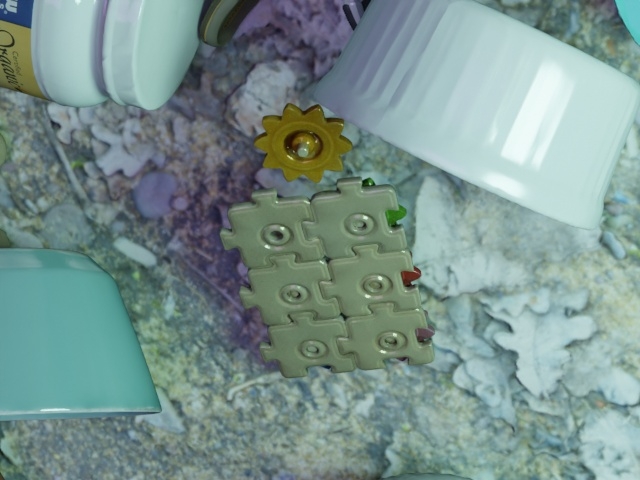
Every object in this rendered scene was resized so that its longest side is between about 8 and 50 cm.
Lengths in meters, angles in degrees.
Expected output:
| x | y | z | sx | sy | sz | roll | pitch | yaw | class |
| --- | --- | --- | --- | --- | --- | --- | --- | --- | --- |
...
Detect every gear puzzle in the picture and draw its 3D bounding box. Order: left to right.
| x | y | z | sx | sy | sz | roll | pitch | yaw | class |
| --- | --- | --- | --- | --- | --- | --- | --- | --- | --- |
| 0.000 | 0.000 | 1.483 | 0.175 | 0.044 | 0.339 | -7 | 132 | 10 | gear puzzle |

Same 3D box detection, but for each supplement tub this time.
| x | y | z | sx | sy | sz | roll | pitch | yaw | class |
| --- | --- | --- | --- | --- | --- | --- | --- | --- | --- |
| -0.279 | -0.256 | 1.484 | 0.316 | 0.228 | 0.228 | 17 | 106 | 12 | supplement tub |

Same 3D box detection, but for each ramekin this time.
| x | y | z | sx | sy | sz | roll | pitch | yaw | class |
| --- | --- | --- | --- | --- | --- | --- | --- | --- | --- |
| 0.145 | -0.128 | 1.378 | 0.277 | 0.277 | 0.135 | 27 | 99 | 8 | ramekin |

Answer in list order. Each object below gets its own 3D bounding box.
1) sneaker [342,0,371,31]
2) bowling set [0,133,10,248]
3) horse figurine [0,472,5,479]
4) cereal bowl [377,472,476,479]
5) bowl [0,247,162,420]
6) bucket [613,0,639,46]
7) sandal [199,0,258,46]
| x | y | z | sx | sy | sz | roll | pitch | yaw | class |
| --- | --- | --- | --- | --- | --- | --- | --- | --- | --- |
| 0.069 | -0.294 | 1.458 | 0.132 | 0.086 | 0.229 | -15 | 96 | 15 | sneaker |
| -0.414 | -0.073 | 1.583 | 0.154 | 0.200 | 0.287 | -10 | 103 | 16 | bowling set |
| -0.346 | 0.320 | 1.697 | 0.263 | 0.066 | 0.174 | 39 | 110 | -12 | horse figurine |
| 0.117 | 0.382 | 1.560 | 0.339 | 0.141 | 0.339 | 3 | 103 | 15 | cereal bowl |
| -0.316 | 0.097 | 1.558 | 0.311 | 0.311 | 0.163 | -5 | 83 | 16 | bowl |
| 0.371 | -0.248 | 1.331 | 0.281 | 0.183 | 0.281 | 3 | 102 | 15 | bucket |
| -0.052 | -0.251 | 1.505 | 0.049 | 0.072 | 0.180 | 42 | 116 | 15 | sandal |
